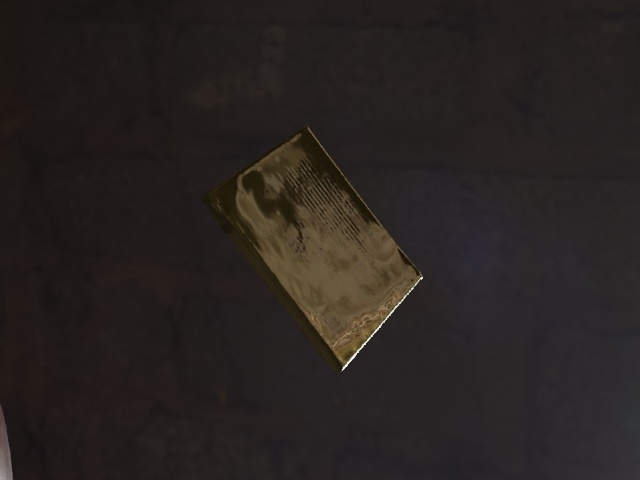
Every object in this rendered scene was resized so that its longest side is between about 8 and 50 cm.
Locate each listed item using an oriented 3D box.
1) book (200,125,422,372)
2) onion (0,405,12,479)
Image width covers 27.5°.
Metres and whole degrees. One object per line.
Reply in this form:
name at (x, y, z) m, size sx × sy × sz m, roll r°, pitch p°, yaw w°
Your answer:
book at (0.000, 0.000, 1.047) m, size 0.013 × 0.168 × 0.192 m, roll -37°, pitch -178°, yaw 31°
onion at (-0.287, 0.147, 0.685) m, size 0.276 × 0.276 × 0.276 m, roll 0°, pitch -173°, yaw 0°
